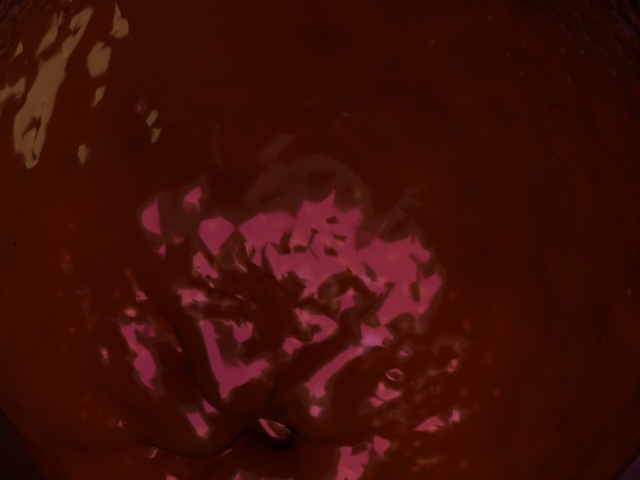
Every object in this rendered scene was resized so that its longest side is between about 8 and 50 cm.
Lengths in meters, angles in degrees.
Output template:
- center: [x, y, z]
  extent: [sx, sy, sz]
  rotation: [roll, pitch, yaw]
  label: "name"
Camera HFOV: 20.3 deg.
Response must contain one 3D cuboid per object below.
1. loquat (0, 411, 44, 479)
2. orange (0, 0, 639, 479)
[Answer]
- center: [-0.185, 0.171, 0.924]
  extent: [0.235, 0.235, 0.235]
  rotation: [4, 111, 12]
  label: "loquat"
- center: [0.000, 0.000, 0.774]
  extent: [0.341, 0.293, 0.340]
  rotation: [5, 118, 9]
  label: "orange"
